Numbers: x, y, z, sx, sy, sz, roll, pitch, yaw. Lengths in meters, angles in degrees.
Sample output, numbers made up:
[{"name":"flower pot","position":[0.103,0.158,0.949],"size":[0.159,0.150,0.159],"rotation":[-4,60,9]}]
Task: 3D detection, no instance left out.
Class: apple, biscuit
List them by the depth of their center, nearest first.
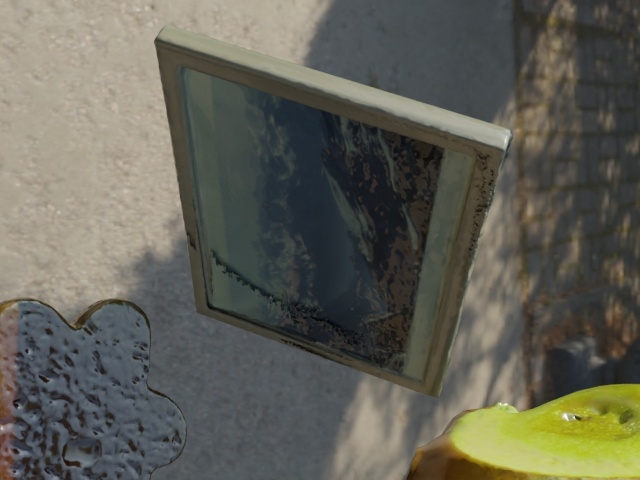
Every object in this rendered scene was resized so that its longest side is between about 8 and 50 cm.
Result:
[{"name":"biscuit","position":[-0.169,0.154,0.602],"size":[0.180,0.039,0.236],"rotation":[7,74,-42]},{"name":"apple","position":[0.233,0.296,0.869],"size":[0.374,0.374,0.384],"rotation":[49,61,-37]}]

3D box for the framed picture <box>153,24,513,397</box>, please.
[{"name":"framed picture","position":[0.000,0.000,0.712],"size":[0.335,0.247,0.022],"rotation":[93,20,-53]}]
